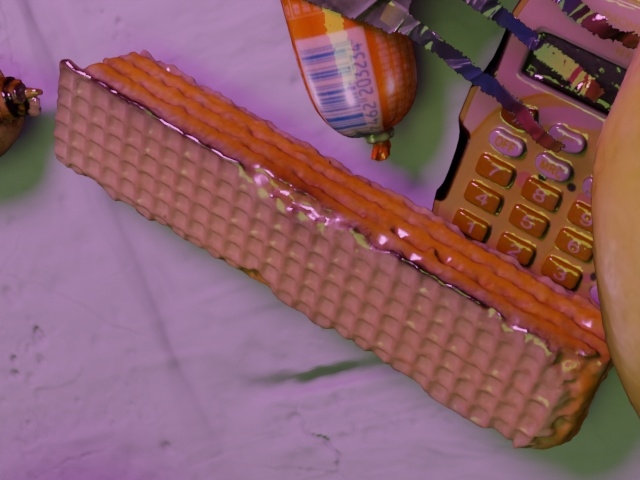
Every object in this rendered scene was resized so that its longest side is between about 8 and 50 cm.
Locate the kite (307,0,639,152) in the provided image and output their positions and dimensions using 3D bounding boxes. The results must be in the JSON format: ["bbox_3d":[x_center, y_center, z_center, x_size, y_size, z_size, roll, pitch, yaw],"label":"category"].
[{"bbox_3d":[0.051,-0.149,0.676,0.245,0.015,0.141,39,120,7],"label":"kite"}]

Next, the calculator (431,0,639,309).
[{"bbox_3d":[0.151,-0.041,0.733,0.157,0.033,0.236,29,120,13],"label":"calculator"}]

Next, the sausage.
[{"bbox_3d":[0.007,-0.158,0.737,0.071,0.071,0.234,-8,103,27],"label":"sausage"}]

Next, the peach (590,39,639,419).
[{"bbox_3d":[0.279,-0.001,0.537,0.316,0.281,0.314,-3,103,17],"label":"peach"}]

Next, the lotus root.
[{"bbox_3d":[-0.243,-0.082,0.887,0.152,0.063,0.072,-17,72,36],"label":"lotus root"}]

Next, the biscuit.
[{"bbox_3d":[0.000,0.000,0.788,0.379,0.054,0.094,30,132,16],"label":"biscuit"}]
